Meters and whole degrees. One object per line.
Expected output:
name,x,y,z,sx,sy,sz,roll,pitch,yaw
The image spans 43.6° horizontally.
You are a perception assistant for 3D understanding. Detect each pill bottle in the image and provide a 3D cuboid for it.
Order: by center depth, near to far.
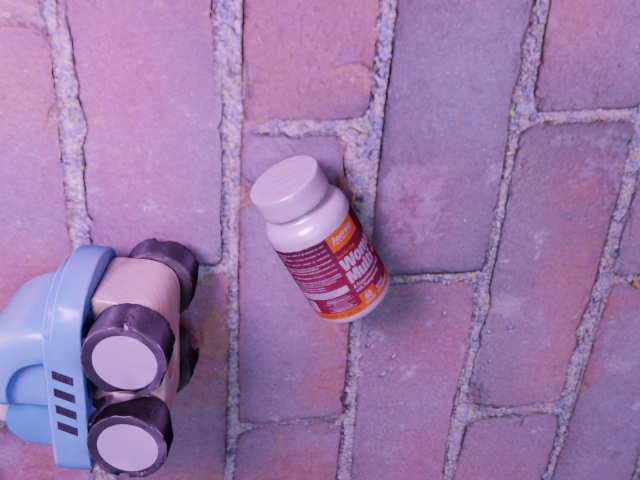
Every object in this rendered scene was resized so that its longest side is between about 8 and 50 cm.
pill bottle,0.000,0.000,1.097,0.121,0.121,0.221,-28,122,6

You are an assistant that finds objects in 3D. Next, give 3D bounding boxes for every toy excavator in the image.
toy excavator,-0.407,0.197,1.109,0.444,0.222,0.433,7,120,0
